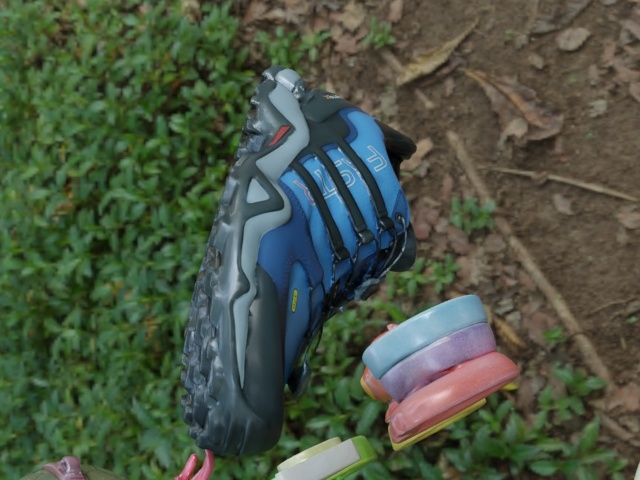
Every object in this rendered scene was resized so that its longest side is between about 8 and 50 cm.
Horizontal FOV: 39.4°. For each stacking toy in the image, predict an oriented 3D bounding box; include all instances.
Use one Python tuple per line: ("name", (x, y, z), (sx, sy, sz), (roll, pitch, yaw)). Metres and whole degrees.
("stacking toy", (0.047, 0.160, 0.942), (0.130, 0.279, 0.309), (62, 167, 17))

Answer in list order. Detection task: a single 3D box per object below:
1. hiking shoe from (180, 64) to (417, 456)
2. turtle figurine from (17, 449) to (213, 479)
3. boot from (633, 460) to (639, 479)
("hiking shoe", (0.000, 0.000, 0.547), (0.304, 0.132, 0.113), (-80, 10, -45))
("turtle figurine", (-0.138, 0.172, 0.457), (0.175, 0.234, 0.118), (-45, 46, 37))
("boot", (0.237, 0.234, 0.449), (0.203, 0.095, 0.262), (120, 149, -86))
